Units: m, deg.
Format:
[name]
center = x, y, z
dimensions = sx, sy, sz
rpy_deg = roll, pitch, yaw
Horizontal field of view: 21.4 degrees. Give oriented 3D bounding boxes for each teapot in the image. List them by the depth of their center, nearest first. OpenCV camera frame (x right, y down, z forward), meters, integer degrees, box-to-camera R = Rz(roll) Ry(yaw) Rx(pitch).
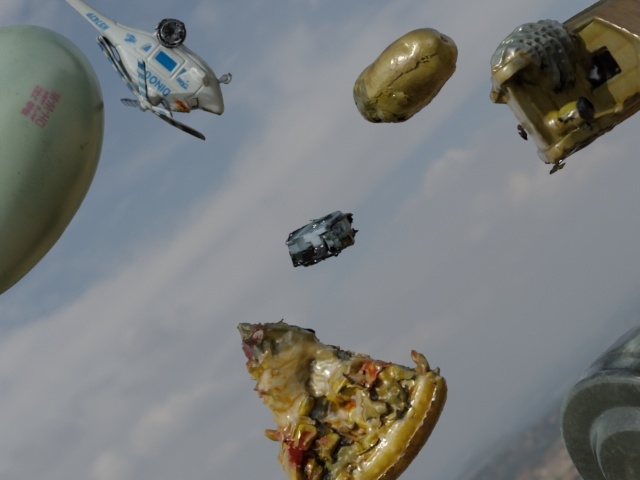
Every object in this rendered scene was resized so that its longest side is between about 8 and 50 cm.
[teapot]
center = 0.416, 0.173, 1.595
dimensions = 0.239, 0.321, 0.239
rpy_deg = -45, -24, -30

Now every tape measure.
[tape measure]
center = 0.000, 0.000, 2.150
dimensions = 0.091, 0.054, 0.094
rpy_deg = -22, 9, 22

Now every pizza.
[pizza]
center = 0.035, 0.200, 2.188
dimensions = 0.251, 0.288, 0.074
rpy_deg = -25, -2, 9

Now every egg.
[egg]
center = -0.392, -0.085, 2.025
dimensions = 0.230, 0.230, 0.371
rpy_deg = 105, -173, -74

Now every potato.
[potato]
center = 0.109, -0.209, 2.181
dimensions = 0.107, 0.080, 0.170
rpy_deg = -4, -31, -45

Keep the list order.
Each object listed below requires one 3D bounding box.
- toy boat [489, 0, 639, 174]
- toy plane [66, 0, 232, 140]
[toy boat]
center = 0.336, -0.219, 1.704
dimensions = 0.445, 0.136, 0.162
rpy_deg = -33, -3, -37
[toy plane]
center = -0.231, -0.237, 2.052
dimensions = 0.107, 0.273, 0.182
rpy_deg = -50, -14, -14
